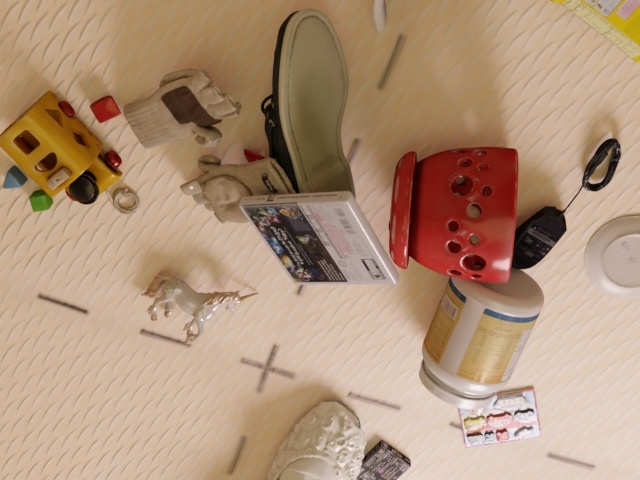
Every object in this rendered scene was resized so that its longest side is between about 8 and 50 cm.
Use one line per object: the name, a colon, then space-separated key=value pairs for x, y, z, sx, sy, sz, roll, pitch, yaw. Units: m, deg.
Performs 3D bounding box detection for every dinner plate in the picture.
dinner plate: x=0.474 y=0.029 z=1.580 sx=0.141 sy=0.017 sz=0.141 roll=1 pitch=114 yaw=2

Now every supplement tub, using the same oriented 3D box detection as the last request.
supplement tub: x=0.238 y=0.140 z=1.572 sx=0.144 sy=0.144 sz=0.200 roll=17 pitch=115 yaw=-5

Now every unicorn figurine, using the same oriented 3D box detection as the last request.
unicorn figurine: x=-0.196 y=0.102 z=1.621 sx=0.162 sy=0.060 sz=0.111 roll=28 pitch=114 yaw=-10

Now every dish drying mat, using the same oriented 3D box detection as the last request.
dish drying mat: x=-0.092 y=-0.113 z=1.505 sx=0.008 sy=0.083 sz=0.032 roll=-33 pitch=113 yaw=-13

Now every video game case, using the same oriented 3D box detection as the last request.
video game case: x=0.000 y=0.000 z=1.466 sx=0.173 sy=0.022 sz=0.190 roll=-2 pitch=142 yaw=29

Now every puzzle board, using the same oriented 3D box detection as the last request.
puzzle board: x=0.296 y=0.295 z=1.717 sx=0.128 sy=0.011 sz=0.096 roll=-10 pitch=115 yaw=7

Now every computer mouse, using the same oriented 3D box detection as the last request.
computer mouse: x=0.355 y=-0.056 z=1.536 sx=0.071 sy=0.041 sz=0.242 roll=30 pitch=107 yaw=-33

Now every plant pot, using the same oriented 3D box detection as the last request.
plant pot: x=0.188 y=-0.041 z=1.467 sx=0.174 sy=0.191 sz=0.191 roll=6 pitch=116 yaw=6

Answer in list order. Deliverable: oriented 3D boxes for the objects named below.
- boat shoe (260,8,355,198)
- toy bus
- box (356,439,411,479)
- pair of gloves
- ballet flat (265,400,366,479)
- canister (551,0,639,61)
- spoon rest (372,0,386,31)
boat shoe: x=-0.030 y=-0.164 z=1.464 sx=0.127 sy=0.113 sz=0.340 roll=-35 pitch=129 yaw=-30
toy bus: x=-0.371 y=-0.112 z=1.505 sx=0.202 sy=0.104 sz=0.191 roll=5 pitch=116 yaw=1
box: x=0.102 y=0.387 z=1.765 sx=0.067 sy=0.018 sz=0.083 roll=36 pitch=112 yaw=-13
pair of gloves: x=-0.156 y=-0.132 z=1.481 sx=0.204 sy=0.042 sz=0.240 roll=-21 pitch=112 yaw=46
ballet flat: x=-0.046 y=0.458 z=1.743 sx=0.147 sy=0.147 sz=0.409 roll=26 pitch=114 yaw=-9
canister: x=0.397 y=-0.332 z=1.381 sx=0.170 sy=0.073 sz=0.126 roll=33 pitch=112 yaw=-14
spoon rest: x=0.194 y=-0.351 z=1.358 sx=0.276 sy=0.137 sz=0.084 roll=-12 pitch=132 yaw=17
